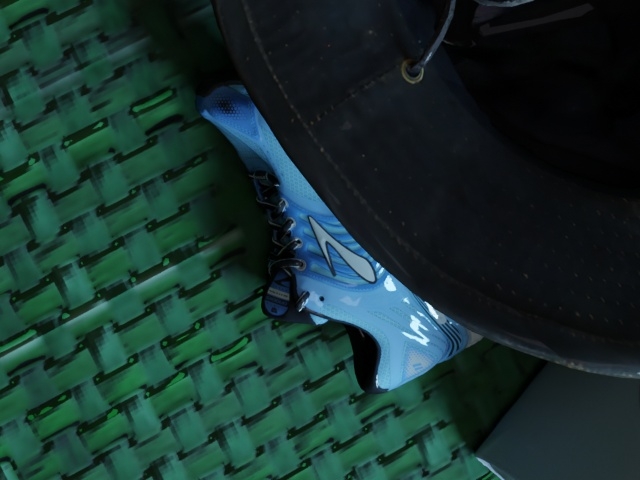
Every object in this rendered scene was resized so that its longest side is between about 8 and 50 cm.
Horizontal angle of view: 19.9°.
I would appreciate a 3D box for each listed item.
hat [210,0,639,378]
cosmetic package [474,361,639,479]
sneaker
[{"bbox_3d":[0.099,-0.100,0.723,0.331,0.134,0.331,2,80,-13],"label":"hat"},{"bbox_3d":[0.230,0.038,0.791,0.153,0.129,0.296,41,85,-21],"label":"cosmetic package"},{"bbox_3d":[0.000,0.000,0.742,0.073,0.063,0.162,-41,109,-6],"label":"sneaker"}]
